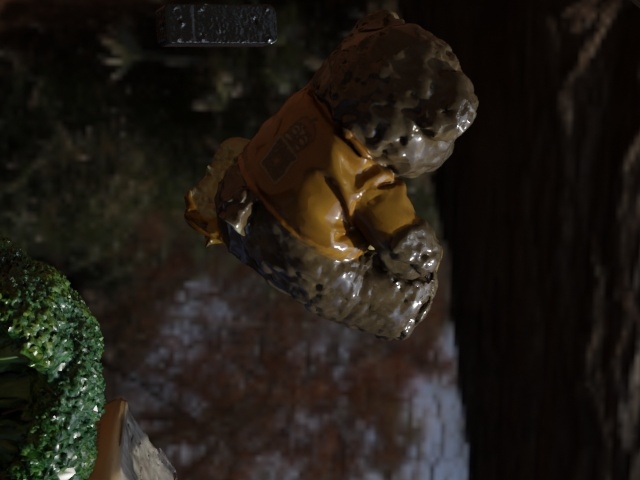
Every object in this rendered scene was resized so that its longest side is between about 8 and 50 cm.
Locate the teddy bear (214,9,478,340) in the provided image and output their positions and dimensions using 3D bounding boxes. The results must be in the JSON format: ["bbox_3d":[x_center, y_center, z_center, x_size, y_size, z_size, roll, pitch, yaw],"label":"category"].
[{"bbox_3d":[0.018,-0.050,0.968,0.140,0.190,0.177,21,-160,-42],"label":"teddy bear"}]

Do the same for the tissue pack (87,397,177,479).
[{"bbox_3d":[-0.293,0.343,1.602,0.305,0.239,0.238,-22,180,12],"label":"tissue pack"}]

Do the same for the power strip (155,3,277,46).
[{"bbox_3d":[-0.095,-0.194,1.403,0.111,0.038,0.029,-3,179,-26],"label":"power strip"}]

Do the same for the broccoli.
[{"bbox_3d":[-0.299,0.124,1.341,0.241,0.269,0.261,-22,-129,-18],"label":"broccoli"}]

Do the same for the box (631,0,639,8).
[{"bbox_3d":[0.333,-0.273,1.274,0.030,0.193,0.121,44,-178,4],"label":"box"}]

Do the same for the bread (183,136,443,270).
[{"bbox_3d":[0.000,0.000,1.417,0.184,0.114,0.274,25,178,13],"label":"bread"}]
